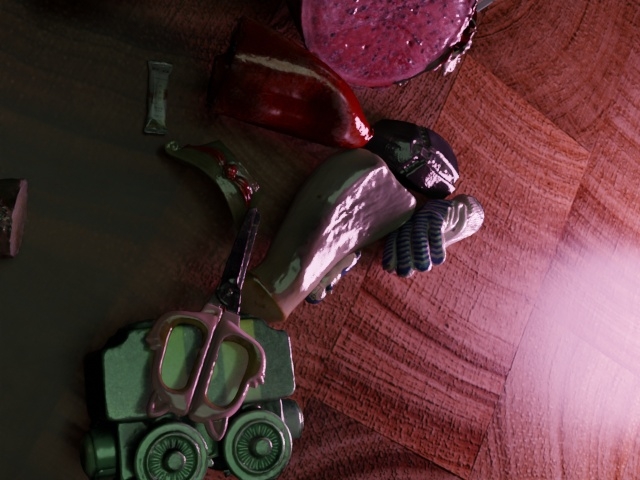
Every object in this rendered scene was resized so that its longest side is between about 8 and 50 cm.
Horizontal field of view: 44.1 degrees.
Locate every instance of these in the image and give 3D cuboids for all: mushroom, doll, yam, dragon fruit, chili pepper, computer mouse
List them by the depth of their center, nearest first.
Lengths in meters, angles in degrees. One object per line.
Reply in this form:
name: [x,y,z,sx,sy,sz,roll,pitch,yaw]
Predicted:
yam: [-0.449,-0.025,0.960,0.183,0.107,0.107,-1,86,-24]
chili pepper: [-0.033,-0.214,1.130,0.253,0.136,0.144,20,99,-9]
dragon fruit: [0.072,-0.420,1.165,0.296,0.314,0.263,-15,48,0]
mushroom: [0.000,0.000,1.170,0.159,0.122,0.328,42,67,1]
doll: [0.019,0.051,1.230,0.037,0.027,0.125,48,67,-9]
computer mouse: [0.158,-0.138,1.300,0.192,0.062,0.106,27,74,-21]

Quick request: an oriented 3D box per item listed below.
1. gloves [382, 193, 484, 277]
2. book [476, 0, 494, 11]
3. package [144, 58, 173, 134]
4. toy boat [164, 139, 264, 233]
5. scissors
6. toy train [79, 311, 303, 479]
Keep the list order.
gloves: [0.177,-0.007,1.279,0.097,0.119,0.229,43,48,12]
book: [0.213,-0.483,1.382,0.283,0.025,0.215,-35,102,-25]
package: [-0.233,-0.205,1.132,0.037,0.015,0.110,5,81,-21]
toy boat: [-0.140,-0.085,1.133,0.071,0.089,0.185,-41,94,-7]
scissors: [-0.127,0.092,1.021,0.160,0.024,0.317,24,61,-14]
toy train: [-0.166,0.216,1.048,0.299,0.167,0.238,-3,81,-28]
